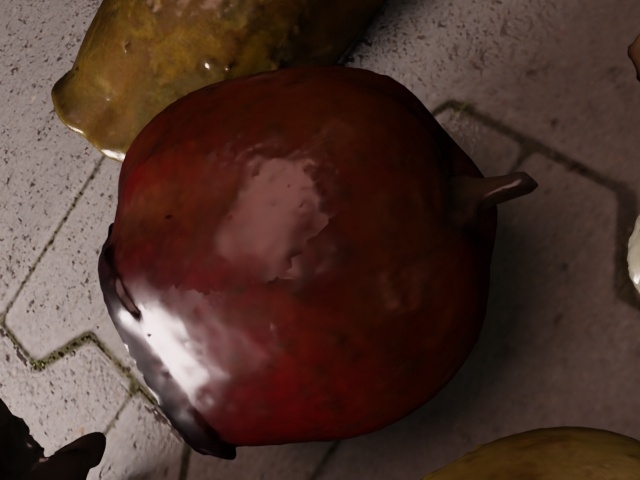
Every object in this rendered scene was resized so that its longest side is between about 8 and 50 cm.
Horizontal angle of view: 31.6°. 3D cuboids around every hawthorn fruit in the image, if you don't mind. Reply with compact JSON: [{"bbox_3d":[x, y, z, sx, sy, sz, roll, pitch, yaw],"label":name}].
[{"bbox_3d":[0.000,0.000,0.629,0.250,0.215,0.215,-20,59,33],"label":"hawthorn fruit"}]

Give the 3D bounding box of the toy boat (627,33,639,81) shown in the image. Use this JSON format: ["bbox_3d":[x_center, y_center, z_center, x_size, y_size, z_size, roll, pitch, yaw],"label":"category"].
[{"bbox_3d":[0.217,-0.032,0.526,0.061,0.116,0.188,-36,49,27],"label":"toy boat"}]

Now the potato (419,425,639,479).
[{"bbox_3d":[0.090,0.193,0.463,0.285,0.242,0.242,-44,49,7],"label":"potato"}]

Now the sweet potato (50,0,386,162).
[{"bbox_3d":[-0.026,-0.193,0.774,0.369,0.158,0.157,-46,49,15],"label":"sweet potato"}]

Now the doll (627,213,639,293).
[{"bbox_3d":[0.242,0.055,0.353,0.175,0.149,0.278,-32,45,-3],"label":"doll"}]

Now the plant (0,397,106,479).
[{"bbox_3d":[-0.226,0.272,0.712,0.182,0.194,0.320,37,99,30],"label":"plant"}]
